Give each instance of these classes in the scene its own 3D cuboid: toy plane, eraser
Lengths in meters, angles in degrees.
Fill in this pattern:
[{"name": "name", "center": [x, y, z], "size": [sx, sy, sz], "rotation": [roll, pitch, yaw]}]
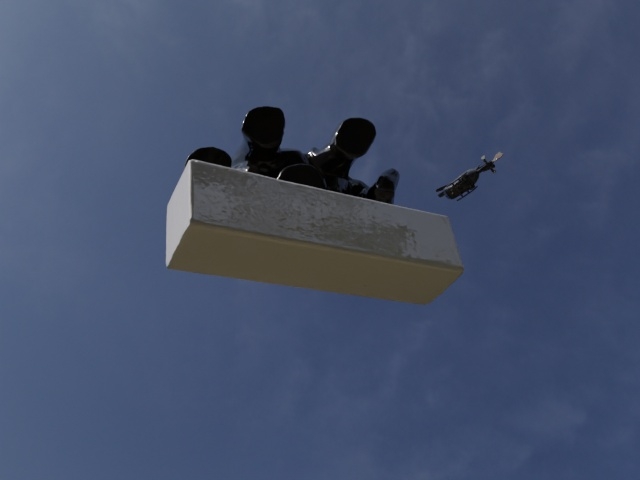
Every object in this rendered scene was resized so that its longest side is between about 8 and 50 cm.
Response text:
[{"name": "toy plane", "center": [0.232, -0.098, 0.986], "size": [0.121, 0.049, 0.031], "rotation": [-35, -80, 22]}, {"name": "eraser", "center": [0.000, 0.000, 0.646], "size": [0.298, 0.078, 0.076], "rotation": [10, -39, -26]}]

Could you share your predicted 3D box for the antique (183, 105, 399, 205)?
[{"name": "antique", "center": [-0.037, -0.085, 1.038], "size": [0.322, 0.185, 0.255], "rotation": [7, -22, 6]}]
